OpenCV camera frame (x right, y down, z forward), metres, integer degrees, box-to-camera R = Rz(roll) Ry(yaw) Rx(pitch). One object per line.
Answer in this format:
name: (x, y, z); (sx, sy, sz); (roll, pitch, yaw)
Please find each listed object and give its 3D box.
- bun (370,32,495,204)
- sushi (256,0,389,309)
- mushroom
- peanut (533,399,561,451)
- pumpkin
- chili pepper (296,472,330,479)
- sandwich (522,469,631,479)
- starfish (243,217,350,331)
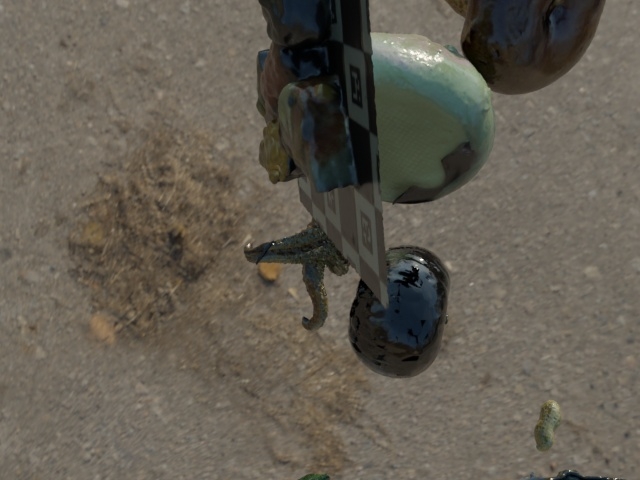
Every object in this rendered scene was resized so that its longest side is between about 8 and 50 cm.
bun: (0.110, -0.195, 1.382); (0.293, 0.293, 0.187); (28, 51, -10)
sushi: (-0.027, -0.156, 0.877); (0.064, 0.343, 0.359); (-8, 109, -11)
mushroom: (0.300, -0.352, 1.410); (0.267, 0.267, 0.254); (11, 29, -18)
peanut: (0.356, 0.291, 1.529); (0.037, 0.037, 0.083); (25, 75, -12)
pumpkin: (0.141, 0.121, 1.682); (0.163, 0.233, 0.233); (14, 63, 10)
chili pepper: (-0.047, 0.445, 1.631); (0.059, 0.227, 0.088); (43, 40, 2)
sandwich: (0.358, 0.452, 1.232); (0.251, 0.162, 0.301); (-3, 54, -5)
starfish: (-0.004, 0.001, 1.671); (0.113, 0.312, 0.303); (22, 22, 29)
